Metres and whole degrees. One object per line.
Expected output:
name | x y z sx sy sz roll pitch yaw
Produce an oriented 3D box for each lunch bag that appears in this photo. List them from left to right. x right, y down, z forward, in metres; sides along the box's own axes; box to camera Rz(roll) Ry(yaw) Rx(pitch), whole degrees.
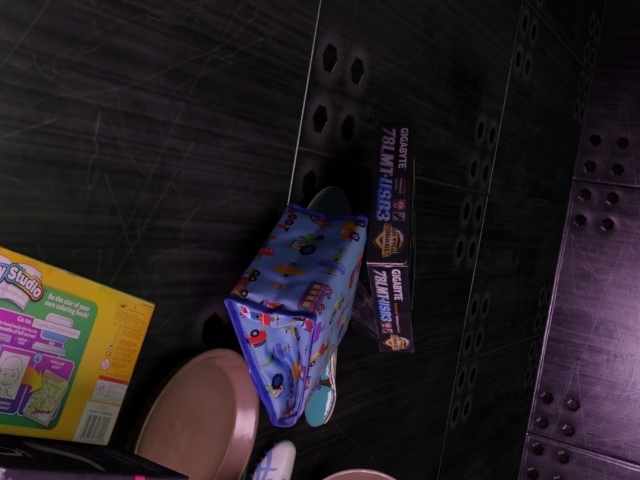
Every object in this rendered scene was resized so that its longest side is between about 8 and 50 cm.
lunch bag | -0.016 0.130 1.175 0.221 0.138 0.293 -59 153 -43

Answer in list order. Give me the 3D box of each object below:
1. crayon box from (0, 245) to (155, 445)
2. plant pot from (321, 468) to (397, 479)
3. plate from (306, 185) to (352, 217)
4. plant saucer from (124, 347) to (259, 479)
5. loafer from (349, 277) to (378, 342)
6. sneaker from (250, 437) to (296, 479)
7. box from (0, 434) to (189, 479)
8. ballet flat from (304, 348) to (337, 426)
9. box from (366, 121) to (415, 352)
crayon box | -0.297 0.100 0.756 0.278 0.081 0.165 35 69 -59
plant pot | 0.082 0.590 1.470 0.274 0.257 0.256 77 34 -63
plate | 0.000 0.000 1.306 0.188 0.024 0.188 -28 124 -53
plant saucer | -0.179 0.281 1.074 0.278 0.041 0.277 -31 127 -53
loafer | 0.087 0.131 1.451 0.078 0.076 0.223 -61 143 -15
sneaker | -0.084 0.441 1.253 0.085 0.086 0.237 50 56 -53
box | -0.283 0.270 0.754 0.270 0.165 0.143 36 69 -58
ballet flat | 0.009 0.249 1.380 0.052 0.057 0.168 -12 111 -69
box | 0.129 -0.001 1.336 0.293 0.074 0.295 76 16 -54
